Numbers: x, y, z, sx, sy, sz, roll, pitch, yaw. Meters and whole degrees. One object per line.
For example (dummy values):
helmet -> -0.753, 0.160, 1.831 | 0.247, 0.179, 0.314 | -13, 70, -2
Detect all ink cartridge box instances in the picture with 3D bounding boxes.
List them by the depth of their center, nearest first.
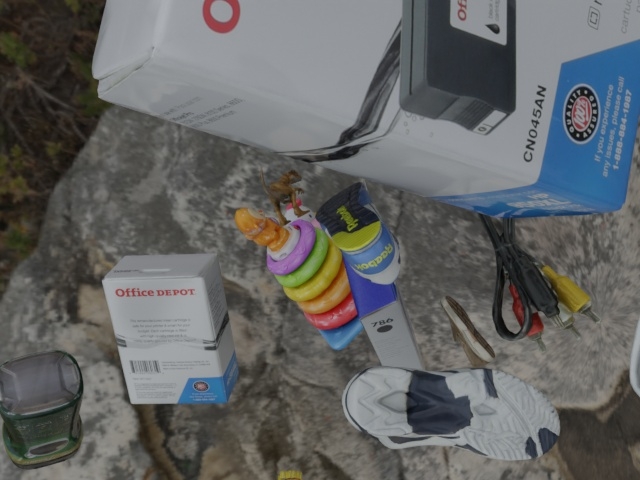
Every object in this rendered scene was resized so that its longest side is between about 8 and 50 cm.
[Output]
ink cartridge box -> 0.059, -0.199, 0.656 | 0.166, 0.394, 0.286 | 1, 79, 63
ink cartridge box -> 0.083, 0.073, 1.199 | 0.065, 0.333, 0.166 | -16, 57, 4
ink cartridge box -> -0.207, 0.125, 1.204 | 0.148, 0.086, 0.203 | -2, 113, 11

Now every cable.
cable -> 0.291, 0.034, 1.279 | 0.139, 0.072, 0.287 | -33, 73, 21

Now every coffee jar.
coffee jar -> -0.333, 0.207, 1.014 | 0.096, 0.184, 0.079 | -11, 59, -23

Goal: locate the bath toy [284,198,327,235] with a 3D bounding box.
bath toy -> 0.000, 0.000, 1.768 | 0.151, 0.348, 0.129 | -7, 106, -17

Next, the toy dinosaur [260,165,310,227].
toy dinosaur -> -0.078, -0.085, 1.581 | 0.064, 0.211, 0.112 | -28, 93, 15

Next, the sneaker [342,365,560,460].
sneaker -> 0.130, 0.187, 0.940 | 0.234, 0.153, 0.094 | 3, 81, -11

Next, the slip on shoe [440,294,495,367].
slip on shoe -> 0.238, 0.154, 1.428 | 0.041, 0.051, 0.135 | -36, 98, 23

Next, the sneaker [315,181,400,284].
sneaker -> 0.035, -0.006, 0.749 | 0.053, 0.144, 0.059 | -35, 113, 9

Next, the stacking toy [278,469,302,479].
stacking toy -> -0.081, 0.607, 1.826 | 0.052, 0.221, 0.167 | 8, 57, -9

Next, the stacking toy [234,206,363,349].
stacking toy -> -0.032, 0.030, 1.444 | 0.166, 0.302, 0.175 | -49, 31, 3

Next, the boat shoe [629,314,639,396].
boat shoe -> 0.175, -0.029, 0.299 | 0.083, 0.075, 0.226 | 38, 126, 52
